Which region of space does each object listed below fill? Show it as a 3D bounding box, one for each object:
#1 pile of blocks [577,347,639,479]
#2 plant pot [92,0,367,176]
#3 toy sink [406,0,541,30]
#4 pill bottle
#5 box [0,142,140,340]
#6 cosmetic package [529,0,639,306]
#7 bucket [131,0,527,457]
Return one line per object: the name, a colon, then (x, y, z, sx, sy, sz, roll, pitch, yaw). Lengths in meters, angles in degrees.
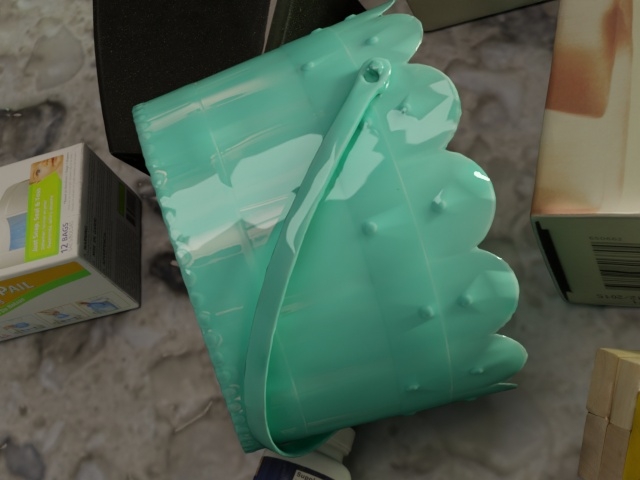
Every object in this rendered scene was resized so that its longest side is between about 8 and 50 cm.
pile of blocks: (0.261, 0.216, 0.657, 0.149, 0.113, 0.362, -48, 44, 48)
plant pot: (-0.075, -0.128, 0.966, 0.187, 0.188, 0.167, 4, 79, 25)
toy sink: (0.114, -0.299, 0.932, 0.153, 0.234, 0.131, -13, 60, 18)
pill bottle: (-0.018, 0.183, 0.832, 0.067, 0.067, 0.120, 11, 69, 28)
box: (-0.267, 0.011, 1.009, 0.203, 0.103, 0.114, -14, 59, 16)
cosmetic package: (0.237, -0.114, 0.830, 0.129, 0.153, 0.296, 2, 64, 23)
bucket: (0.000, 0.000, 0.774, 0.183, 0.281, 0.281, -19, 57, -4)
